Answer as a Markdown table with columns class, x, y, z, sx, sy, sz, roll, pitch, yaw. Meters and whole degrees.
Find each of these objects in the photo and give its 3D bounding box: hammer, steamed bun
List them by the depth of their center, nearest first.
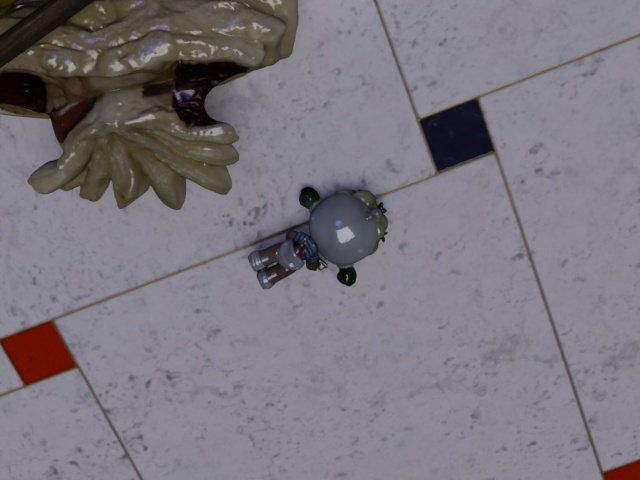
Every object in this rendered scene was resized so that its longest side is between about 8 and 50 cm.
| class | x | y | z | sx | sy | sz | roll | pitch | yaw |
| --- | --- | --- | --- | --- | --- | --- | --- | --- | --- |
| hammer | -0.283 | -0.260 | 1.233 | 0.365 | 0.111 | 0.043 | -44 | 147 | -25 |
| steamed bun | -0.229 | -0.166 | 1.337 | 0.428 | 0.189 | 0.247 | -7 | 147 | -1 |

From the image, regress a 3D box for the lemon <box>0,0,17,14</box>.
| class | x | y | z | sx | sy | sz | roll | pitch | yaw |
| --- | --- | --- | --- | --- | --- | --- | --- | --- | --- |
| lemon | -0.402 | -0.390 | 1.143 | 0.364 | 0.364 | 0.364 | -2 | 114 | -4 |

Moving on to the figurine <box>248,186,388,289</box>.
| class | x | y | z | sx | sy | sz | roll | pitch | yaw |
| --- | --- | --- | --- | --- | --- | --- | --- | --- | --- |
| figurine | 0.001 | 0.000 | 1.491 | 0.197 | 0.093 | 0.147 | -26 | 92 | 16 |

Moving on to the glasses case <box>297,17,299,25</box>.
| class | x | y | z | sx | sy | sz | roll | pitch | yaw |
| --- | --- | --- | --- | --- | --- | --- | --- | --- | --- |
| glasses case | -0.068 | -0.283 | 1.391 | 0.083 | 0.021 | 0.032 | 12 | 115 | -10 |
